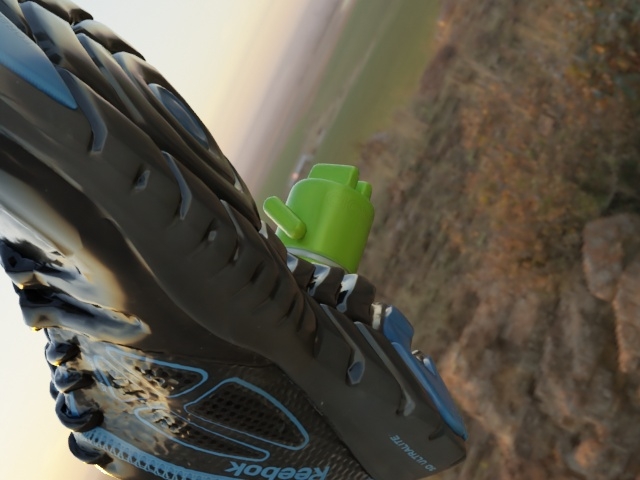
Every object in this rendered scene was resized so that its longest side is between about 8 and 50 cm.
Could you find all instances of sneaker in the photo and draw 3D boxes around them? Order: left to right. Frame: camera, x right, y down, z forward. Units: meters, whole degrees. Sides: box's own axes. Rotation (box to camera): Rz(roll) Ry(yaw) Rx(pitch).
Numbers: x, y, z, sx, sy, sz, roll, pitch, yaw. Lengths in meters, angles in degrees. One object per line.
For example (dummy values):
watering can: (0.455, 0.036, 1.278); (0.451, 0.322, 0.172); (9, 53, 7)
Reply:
sneaker: (-0.070, 0.032, 0.453); (0.140, 0.341, 0.125); (-36, 36, 9)

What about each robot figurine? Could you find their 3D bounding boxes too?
robot figurine: (0.000, 0.000, 0.844); (0.101, 0.067, 0.115); (46, -123, -54)
